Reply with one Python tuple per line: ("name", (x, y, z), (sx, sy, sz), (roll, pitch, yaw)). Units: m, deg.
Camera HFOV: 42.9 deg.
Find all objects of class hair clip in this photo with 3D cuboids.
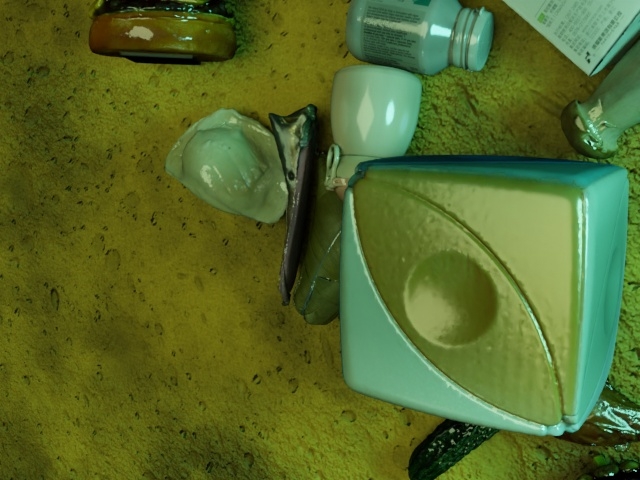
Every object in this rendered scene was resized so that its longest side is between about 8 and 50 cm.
("hair clip", (-0.048, -0.064, 1.457), (0.110, 0.095, 0.359), (19, 111, 60))

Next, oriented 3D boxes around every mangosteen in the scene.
("mangosteen", (0.460, 0.403, 1.263), (0.137, 0.137, 0.151), (-34, 49, 28))

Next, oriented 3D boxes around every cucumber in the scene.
("cucumber", (0.235, 0.337, 1.394), (0.265, 0.077, 0.077), (-44, 76, 25))

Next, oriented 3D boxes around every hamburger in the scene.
("hamburger", (-0.276, -0.432, 1.453), (0.290, 0.291, 0.225), (3, 98, 28))

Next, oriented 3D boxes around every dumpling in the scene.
("dumpling", (-0.159, -0.142, 1.515), (0.252, 0.131, 0.179), (31, 87, 12))

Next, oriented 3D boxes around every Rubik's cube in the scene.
("Rubik's cube", (0.246, 0.053, 1.190), (0.352, 0.351, 0.348), (5, 100, 25))

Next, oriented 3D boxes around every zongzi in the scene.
("zongzi", (0.000, 0.000, 1.455), (0.228, 0.115, 0.256), (-45, 69, 29))

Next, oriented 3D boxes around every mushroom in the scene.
("mushroom", (0.498, -0.241, 1.143), (0.350, 0.128, 0.128), (-38, 79, 30))

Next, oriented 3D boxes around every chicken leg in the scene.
("chicken leg", (0.488, 0.284, 1.248), (0.304, 0.093, 0.113), (13, 92, 22))

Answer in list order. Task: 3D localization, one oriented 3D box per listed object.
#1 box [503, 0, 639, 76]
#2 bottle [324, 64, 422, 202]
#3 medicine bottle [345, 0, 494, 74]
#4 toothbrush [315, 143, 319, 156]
("box", (0.399, -0.394, 1.128), (0.194, 0.111, 0.260), (48, 140, 16))
("bottle", (0.083, -0.158, 1.340), (0.147, 0.147, 0.237), (6, 89, 27))
("medicine bottle", (0.160, -0.336, 1.299), (0.215, 0.135, 0.135), (16, 105, 21))
("toothbrush", (0.049, -0.122, 1.461), (0.219, 0.016, 0.019), (38, 104, 20))
